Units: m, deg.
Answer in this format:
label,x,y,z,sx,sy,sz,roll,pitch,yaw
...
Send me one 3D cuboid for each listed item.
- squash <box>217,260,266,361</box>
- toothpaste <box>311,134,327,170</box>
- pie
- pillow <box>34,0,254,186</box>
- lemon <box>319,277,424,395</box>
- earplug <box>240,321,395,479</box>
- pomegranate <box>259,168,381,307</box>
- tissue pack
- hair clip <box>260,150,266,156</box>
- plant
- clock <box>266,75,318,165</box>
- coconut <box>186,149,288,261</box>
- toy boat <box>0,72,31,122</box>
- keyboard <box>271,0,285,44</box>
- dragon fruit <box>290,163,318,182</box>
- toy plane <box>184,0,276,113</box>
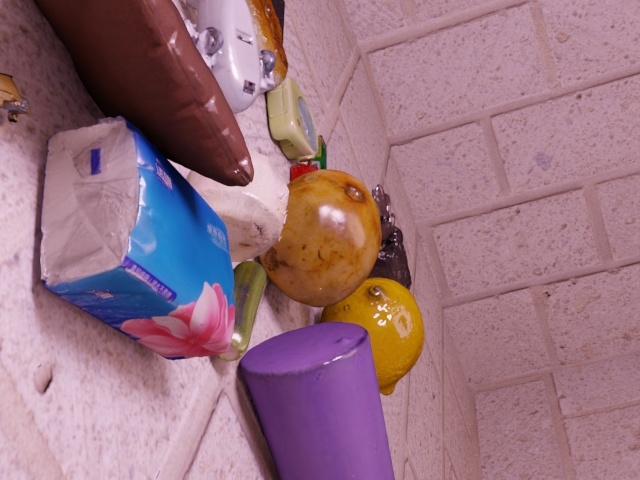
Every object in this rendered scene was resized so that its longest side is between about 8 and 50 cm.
label,x,y,z,sx,sy,sz,roll,pitch,yaw
squash,-0.128,0.105,1.338,0.229,0.066,0.066,-82,153,-58
toothpaste,-0.007,-0.203,2.173,0.178,0.037,0.043,-89,162,-47
pie,-0.144,-0.475,1.825,0.315,0.092,0.315,-16,90,-77
pillow,-0.225,-0.221,0.992,0.308,0.108,0.305,29,-26,46
lemon,0.110,0.208,1.827,0.228,0.228,0.254,-30,124,-75
earplug,0.024,0.377,1.395,0.215,0.215,0.456,-53,130,-72
pomegranate,0.000,0.000,1.594,0.260,0.260,0.260,-15,90,-76
tissue pack,-0.204,0.004,1.004,0.270,0.137,0.209,51,26,-56
hair clip,-0.109,-0.123,1.713,0.039,0.030,0.115,-1,76,-77
plant,0.119,0.013,2.153,0.194,0.181,0.321,-66,138,-60
clock,-0.057,-0.259,1.976,0.232,0.069,0.170,56,23,-55
coconut,-0.129,-0.065,1.304,0.183,0.171,0.171,-80,153,-42
toy boat,-0.340,-0.143,0.825,0.149,0.047,0.049,-9,98,-73
keyboard,-0.117,-0.569,2.109,0.103,0.041,0.381,54,25,-56
dragon fruit,-0.032,-0.117,1.934,0.131,0.063,0.097,-80,151,-59
toy plane,-0.175,-0.352,1.508,0.267,0.122,0.267,32,48,-44
